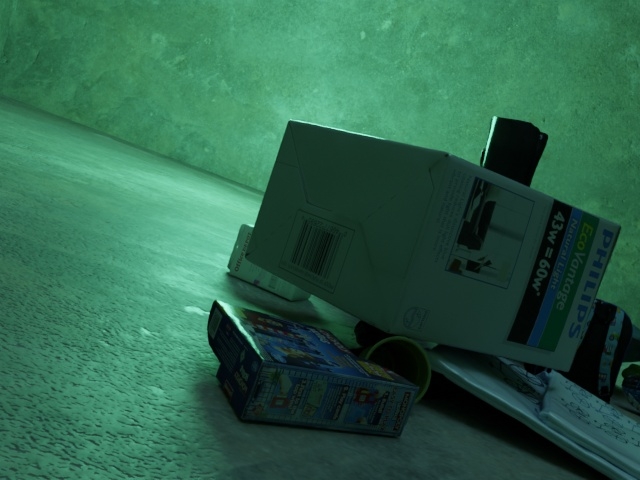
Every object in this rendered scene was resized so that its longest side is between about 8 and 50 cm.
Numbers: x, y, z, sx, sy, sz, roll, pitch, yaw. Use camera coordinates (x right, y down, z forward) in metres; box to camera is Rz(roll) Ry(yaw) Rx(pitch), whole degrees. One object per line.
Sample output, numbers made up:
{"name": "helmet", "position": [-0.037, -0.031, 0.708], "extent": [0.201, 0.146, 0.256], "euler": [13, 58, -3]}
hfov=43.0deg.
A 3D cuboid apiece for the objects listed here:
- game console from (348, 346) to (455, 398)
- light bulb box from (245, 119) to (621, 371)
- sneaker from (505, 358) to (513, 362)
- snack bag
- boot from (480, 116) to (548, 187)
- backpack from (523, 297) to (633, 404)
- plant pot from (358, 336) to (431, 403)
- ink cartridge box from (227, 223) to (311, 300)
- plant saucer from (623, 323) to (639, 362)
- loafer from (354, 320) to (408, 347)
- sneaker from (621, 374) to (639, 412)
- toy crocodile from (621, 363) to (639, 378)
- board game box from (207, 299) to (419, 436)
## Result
{"name": "game console", "position": [0.102, 0.177, 1.074], "extent": [0.107, 0.071, 0.122], "euler": [-13, -18, 37]}
{"name": "light bulb box", "position": [0.152, 0.002, 1.154], "extent": [0.361, 0.225, 0.358], "euler": [17, 4, -36]}
{"name": "sneaker", "position": [0.265, 0.046, 1.461], "extent": [0.135, 0.366, 0.150], "euler": [-27, -10, 33]}
{"name": "snack bag", "position": [0.305, 0.213, 1.096], "extent": [0.342, 0.037, 0.323], "euler": [30, 9, 16]}
{"name": "boot", "position": [0.337, -0.033, 1.646], "extent": [0.146, 0.445, 0.367], "euler": [21, 6, 14]}
{"name": "backpack", "position": [0.456, 0.180, 1.434], "extent": [0.158, 0.173, 0.117], "euler": [19, 6, -4]}
{"name": "plant pot", "position": [0.077, 0.151, 0.958], "extent": [0.083, 0.083, 0.079], "euler": [19, -5, -13]}
{"name": "ink cartridge box", "position": [-0.079, 0.033, 1.385], "extent": [0.143, 0.092, 0.090], "euler": [23, 6, 19]}
{"name": "plant saucer", "position": [0.505, 0.183, 1.636], "extent": [0.317, 0.044, 0.317], "euler": [13, -16, 4]}
{"name": "loafer", "position": [0.080, 0.139, 1.179], "extent": [0.170, 0.061, 0.062], "euler": [14, 52, -66]}
{"name": "sneaker", "position": [0.629, 0.301, 1.483], "extent": [0.190, 0.071, 0.083], "euler": [28, 0, -1]}
{"name": "toy crocodile", "position": [0.777, 0.320, 1.664], "extent": [0.340, 0.105, 0.115], "euler": [14, 8, -13]}
{"name": "board game box", "position": [-0.009, 0.137, 0.837], "extent": [0.194, 0.060, 0.194], "euler": [19, 6, -23]}
